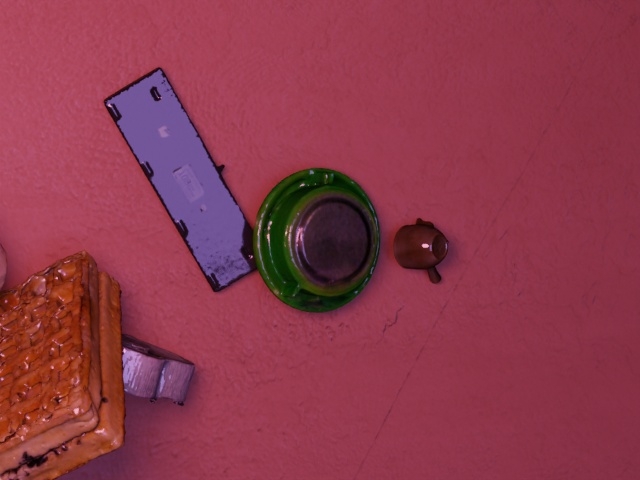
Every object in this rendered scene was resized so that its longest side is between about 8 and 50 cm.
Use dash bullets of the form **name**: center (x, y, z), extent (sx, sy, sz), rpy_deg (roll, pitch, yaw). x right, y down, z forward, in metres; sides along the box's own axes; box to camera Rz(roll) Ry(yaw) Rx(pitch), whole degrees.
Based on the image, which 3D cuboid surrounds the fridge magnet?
- **fridge magnet**: center (0.000, 0.000, 2.025), extent (0.208, 0.088, 0.208), rpy_deg (-1, 93, -31)

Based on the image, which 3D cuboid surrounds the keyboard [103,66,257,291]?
- **keyboard**: center (-0.183, -0.084, 1.981), extent (0.106, 0.027, 0.317), rpy_deg (-31, 106, -11)

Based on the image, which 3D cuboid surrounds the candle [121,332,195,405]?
- **candle**: center (-0.267, 0.165, 1.922), extent (0.168, 0.192, 0.068), rpy_deg (20, 87, 22)

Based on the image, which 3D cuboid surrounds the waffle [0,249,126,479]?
- **waffle**: center (-0.353, 0.167, 1.772), extent (0.212, 0.308, 0.091), rpy_deg (-27, 126, 13)

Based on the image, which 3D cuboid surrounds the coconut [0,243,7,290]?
- **coconut**: center (-0.514, 0.032, 1.764), extent (0.245, 0.233, 0.233), rpy_deg (2, 96, -18)

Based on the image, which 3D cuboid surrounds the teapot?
- **teapot**: center (0.161, 0.017, 2.108), extent (0.110, 0.080, 0.085), rpy_deg (51, 57, -33)
